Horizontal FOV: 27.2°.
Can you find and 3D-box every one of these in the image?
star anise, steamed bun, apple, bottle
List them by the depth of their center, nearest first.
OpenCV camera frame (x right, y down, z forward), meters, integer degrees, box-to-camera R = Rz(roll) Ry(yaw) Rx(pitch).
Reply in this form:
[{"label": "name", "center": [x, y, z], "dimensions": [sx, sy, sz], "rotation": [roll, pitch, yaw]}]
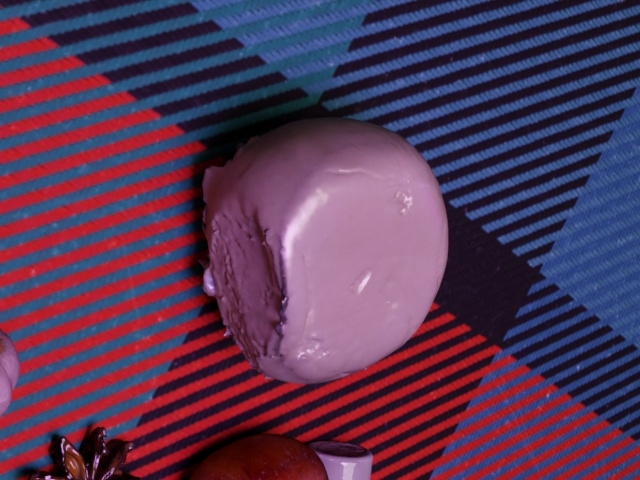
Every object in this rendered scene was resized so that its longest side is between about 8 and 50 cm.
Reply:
[{"label": "star anise", "center": [-0.287, 0.350, 1.693], "dimensions": [0.177, 0.073, 0.234], "rotation": [-34, 104, -34]}, {"label": "steamed bun", "center": [0.000, 0.000, 1.718], "dimensions": [0.312, 0.233, 0.334], "rotation": [-8, 116, -37]}, {"label": "apple", "center": [-0.090, 0.356, 1.800], "dimensions": [0.201, 0.162, 0.201], "rotation": [-18, 115, -44]}, {"label": "bottle", "center": [0.015, 0.419, 1.911], "dimensions": [0.104, 0.104, 0.245], "rotation": [2, 96, -37]}]

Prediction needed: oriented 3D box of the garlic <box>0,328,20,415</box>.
[{"label": "garlic", "center": [-0.467, 0.145, 1.470], "dimensions": [0.212, 0.218, 0.218], "rotation": [-31, 128, 19]}]
